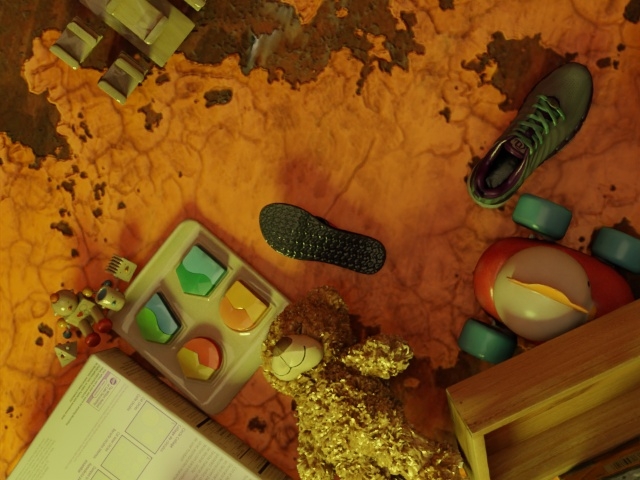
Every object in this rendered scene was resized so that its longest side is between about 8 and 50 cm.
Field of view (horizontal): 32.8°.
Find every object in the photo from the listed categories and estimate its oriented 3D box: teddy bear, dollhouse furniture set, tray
[{"bbox_3d":[0.039,0.219,1.351,0.245,0.113,0.338,-32,81,48],"label":"teddy bear"},{"bbox_3d":[-0.288,-0.340,1.460,0.242,0.161,0.212,38,95,-16],"label":"dollhouse furniture set"},{"bbox_3d":[0.355,0.161,1.280,0.411,0.203,0.076,-23,51,-4],"label":"tray"}]

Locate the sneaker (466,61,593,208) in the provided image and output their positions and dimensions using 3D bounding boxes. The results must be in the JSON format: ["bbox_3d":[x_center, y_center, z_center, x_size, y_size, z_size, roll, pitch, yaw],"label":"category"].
[{"bbox_3d":[0.273,-0.133,1.381,0.083,0.098,0.223,37,95,6],"label":"sneaker"}]

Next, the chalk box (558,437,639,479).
[{"bbox_3d":[0.430,0.386,1.323,0.180,0.179,0.289,-23,88,6],"label":"chalk box"}]

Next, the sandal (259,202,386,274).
[{"bbox_3d":[0.000,0.000,1.453,0.179,0.040,0.067,20,98,-7],"label":"sandal"}]

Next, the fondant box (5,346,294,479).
[{"bbox_3d":[-0.227,0.335,1.451,0.330,0.096,0.238,36,94,7],"label":"fondant box"}]

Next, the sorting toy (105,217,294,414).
[{"bbox_3d":[-0.162,0.103,1.470,0.208,0.038,0.193,40,95,6],"label":"sorting toy"}]

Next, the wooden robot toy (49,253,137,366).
[{"bbox_3d":[-0.322,0.088,1.458,0.173,0.079,0.076,-51,41,5],"label":"wooden robot toy"}]

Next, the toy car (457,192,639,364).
[{"bbox_3d":[0.287,0.072,1.309,0.210,0.238,0.219,24,94,7],"label":"toy car"}]
